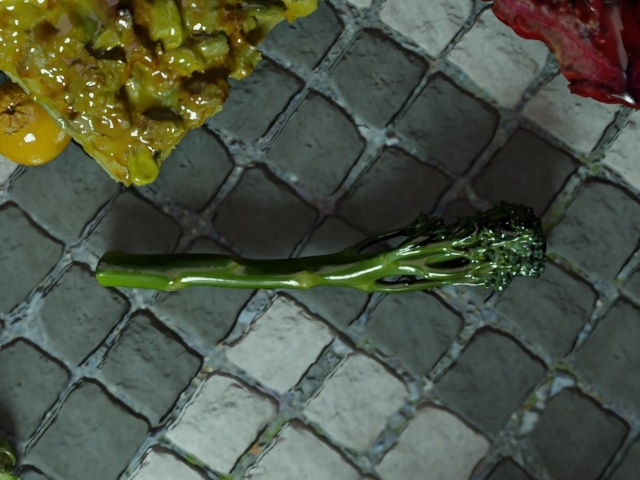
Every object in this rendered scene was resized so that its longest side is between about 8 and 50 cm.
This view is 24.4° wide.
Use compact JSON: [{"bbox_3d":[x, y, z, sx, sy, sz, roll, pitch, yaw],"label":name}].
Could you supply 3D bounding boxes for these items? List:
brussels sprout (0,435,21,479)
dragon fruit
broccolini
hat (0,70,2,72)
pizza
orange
[{"bbox_3d":[-0.303,0.202,1.265,0.085,0.058,0.085,-7,70,21],"label":"brussels sprout"},{"bbox_3d":[0.229,-0.257,1.251,0.302,0.240,0.330,-10,66,22],"label":"dragon fruit"},{"bbox_3d":[0.000,0.004,1.294,0.392,0.074,0.078,1,116,6],"label":"broccolini"},{"bbox_3d":[-0.345,-0.303,1.370,0.382,0.257,0.366,-32,108,27],"label":"hat"},{"bbox_3d":[-0.160,-0.211,1.269,0.258,0.087,0.268,-49,121,-6],"label":"pizza"},{"bbox_3d":[-0.262,-0.110,1.338,0.083,0.070,0.083,-2,76,9],"label":"orange"}]
